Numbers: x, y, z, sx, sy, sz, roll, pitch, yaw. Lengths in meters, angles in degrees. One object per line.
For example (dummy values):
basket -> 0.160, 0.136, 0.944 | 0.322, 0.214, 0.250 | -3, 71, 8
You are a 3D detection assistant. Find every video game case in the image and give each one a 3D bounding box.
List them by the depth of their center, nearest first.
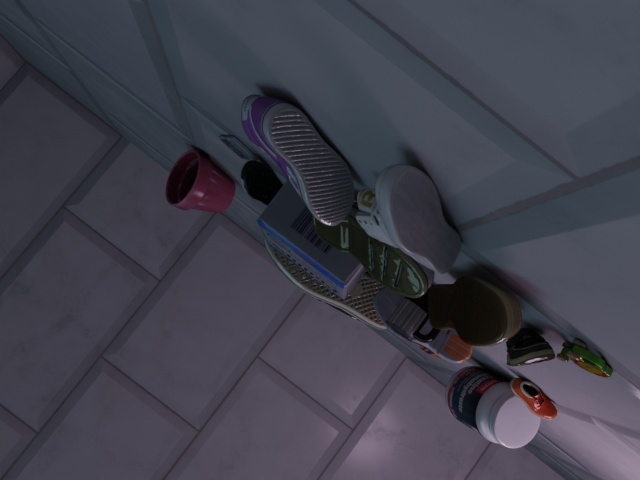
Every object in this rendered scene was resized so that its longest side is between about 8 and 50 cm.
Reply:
video game case -> -0.214, -0.240, 1.695 | 0.087, 0.011, 0.122 | 41, 171, -26

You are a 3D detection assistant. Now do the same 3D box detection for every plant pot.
plant pot -> -0.400, -0.184, 2.237 | 0.180, 0.201, 0.201 | 24, -177, -41

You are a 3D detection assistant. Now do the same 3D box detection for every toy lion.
toy lion -> 0.488, 0.221, 1.193 | 0.096, 0.034, 0.100 | 29, 170, 10

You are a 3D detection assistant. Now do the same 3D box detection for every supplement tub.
supplement tub -> 0.535, 0.519, 2.054 | 0.191, 0.191, 0.272 | 41, 171, -20

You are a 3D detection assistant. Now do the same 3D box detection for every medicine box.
medicine box -> 0.000, 0.000, 1.628 | 0.263, 0.149, 0.289 | 37, 171, 8

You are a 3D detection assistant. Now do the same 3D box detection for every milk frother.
milk frother -> 0.237, 0.171, 1.610 | 0.129, 0.135, 0.143 | 30, 169, 38

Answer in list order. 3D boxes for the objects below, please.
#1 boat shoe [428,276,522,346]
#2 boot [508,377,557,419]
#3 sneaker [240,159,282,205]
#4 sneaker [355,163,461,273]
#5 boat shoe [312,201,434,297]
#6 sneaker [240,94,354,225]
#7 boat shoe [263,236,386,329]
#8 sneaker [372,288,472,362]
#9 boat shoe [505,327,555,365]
boat shoe -> 0.305, 0.126, 1.233 | 0.110, 0.122, 0.341 | 1, 180, -9
boot -> 0.609, 0.449, 1.838 | 0.158, 0.059, 0.084 | 39, 167, 2
sneaker -> -0.172, -0.153, 1.730 | 0.097, 0.084, 0.235 | 37, 174, 25
sneaker -> 0.109, -0.047, 1.052 | 0.169, 0.108, 0.292 | 28, 169, 34
boat shoe -> 0.117, -0.001, 1.278 | 0.302, 0.103, 0.113 | 37, 138, 36
sneaker -> -0.044, -0.154, 1.189 | 0.161, 0.102, 0.282 | 33, 161, 49
boat shoe -> 0.028, 0.106, 1.990 | 0.500, 0.187, 0.156 | 35, 167, -17
sneaker -> 0.290, 0.266, 1.937 | 0.321, 0.125, 0.180 | 36, 171, 10
boat shoe -> 0.407, 0.211, 1.304 | 0.223, 0.080, 0.074 | 61, -160, -76
